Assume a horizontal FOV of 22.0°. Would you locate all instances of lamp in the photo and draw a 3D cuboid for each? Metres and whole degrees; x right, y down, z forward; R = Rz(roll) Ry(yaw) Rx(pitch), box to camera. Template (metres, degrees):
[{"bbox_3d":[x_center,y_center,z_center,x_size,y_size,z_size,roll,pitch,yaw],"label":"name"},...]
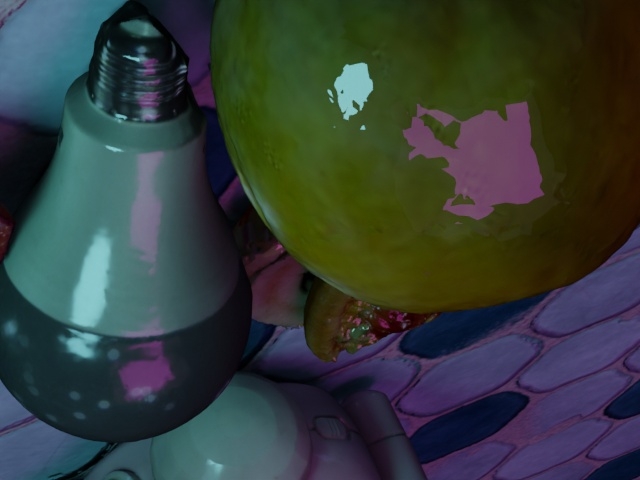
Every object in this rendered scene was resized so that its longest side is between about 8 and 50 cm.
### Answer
[{"bbox_3d":[-0.128,-0.017,1.072,0.182,0.182,0.314,-9,119,-31],"label":"lamp"}]

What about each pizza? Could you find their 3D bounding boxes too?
[{"bbox_3d":[0.087,0.031,1.271,0.199,0.062,0.188,-15,154,-23],"label":"pizza"}]

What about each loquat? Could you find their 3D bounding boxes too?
[{"bbox_3d":[0.075,-0.091,0.958,0.276,0.276,0.284,-23,152,-5],"label":"loquat"}]

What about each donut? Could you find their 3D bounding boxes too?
[{"bbox_3d":[0.000,0.000,1.284,0.174,0.068,0.174,-18,153,-9],"label":"donut"}]

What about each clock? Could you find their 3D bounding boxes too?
[{"bbox_3d":[-0.097,0.261,1.595,0.342,0.184,0.326,-42,146,22],"label":"clock"}]

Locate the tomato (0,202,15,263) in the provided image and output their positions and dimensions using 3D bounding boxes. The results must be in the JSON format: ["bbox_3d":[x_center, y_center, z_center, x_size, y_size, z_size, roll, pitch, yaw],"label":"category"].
[{"bbox_3d":[-0.286,0.006,0.985,0.189,0.099,0.173,-38,165,13],"label":"tomato"}]

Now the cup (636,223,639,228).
[{"bbox_3d":[0.261,-0.062,1.375,0.128,0.095,0.129,-1,149,-46],"label":"cup"}]
